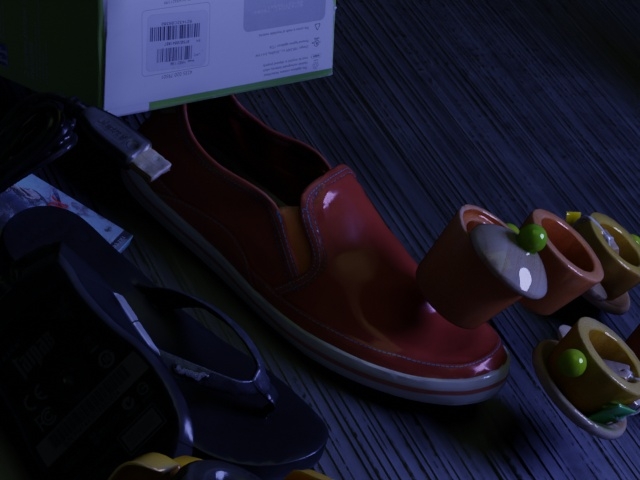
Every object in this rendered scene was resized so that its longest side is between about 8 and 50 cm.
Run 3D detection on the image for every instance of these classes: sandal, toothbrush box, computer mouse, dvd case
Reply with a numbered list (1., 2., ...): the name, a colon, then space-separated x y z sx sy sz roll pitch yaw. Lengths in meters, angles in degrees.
1. sandal: -0.103 0.063 0.962 0.254 0.054 0.097 37 38 5
2. toothbrush box: -0.155 -0.192 1.103 0.206 0.122 0.283 -16 29 -39
3. computer mouse: -0.136 0.033 0.912 0.262 0.184 0.060 42 2 25
4. dvd case: -0.200 -0.011 1.039 0.119 0.013 0.087 33 36 4

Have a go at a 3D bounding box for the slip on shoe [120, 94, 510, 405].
1. slip on shoe: 0.000 0.000 1.082 0.331 0.101 0.123 38 35 13

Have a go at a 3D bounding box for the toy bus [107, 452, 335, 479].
1. toy bus: -0.006 0.193 0.813 0.220 0.149 0.211 32 22 11

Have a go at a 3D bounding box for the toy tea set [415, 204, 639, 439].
1. toy tea set: 0.217 0.033 1.095 0.336 0.124 0.200 -2 50 -56
